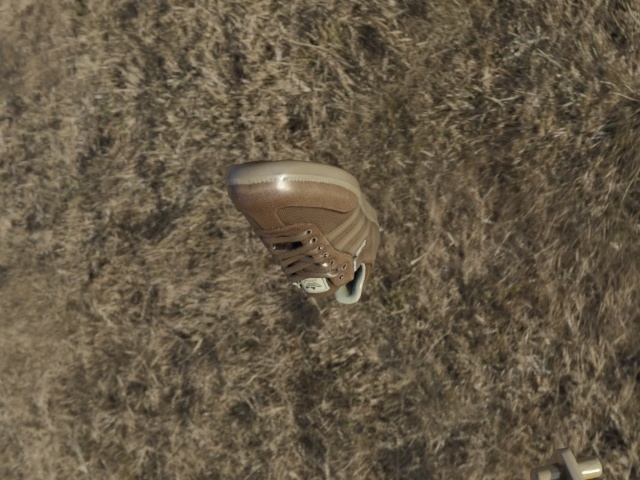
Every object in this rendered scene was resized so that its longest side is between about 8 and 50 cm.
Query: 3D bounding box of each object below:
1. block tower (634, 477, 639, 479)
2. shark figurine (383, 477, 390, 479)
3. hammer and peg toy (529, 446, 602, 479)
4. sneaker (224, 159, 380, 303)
[{"bbox_3d":[0.209,0.243,0.325,0.090,0.335,0.097,31,123,4],"label":"block tower"},{"bbox_3d":[0.103,0.361,0.633,0.116,0.166,0.278,-40,125,2],"label":"shark figurine"},{"bbox_3d":[0.453,0.577,1.152,0.266,0.127,0.362,93,165,-50],"label":"hammer and peg toy"},{"bbox_3d":[0.000,0.000,0.436,0.066,0.188,0.071,-4,79,23],"label":"sneaker"}]
